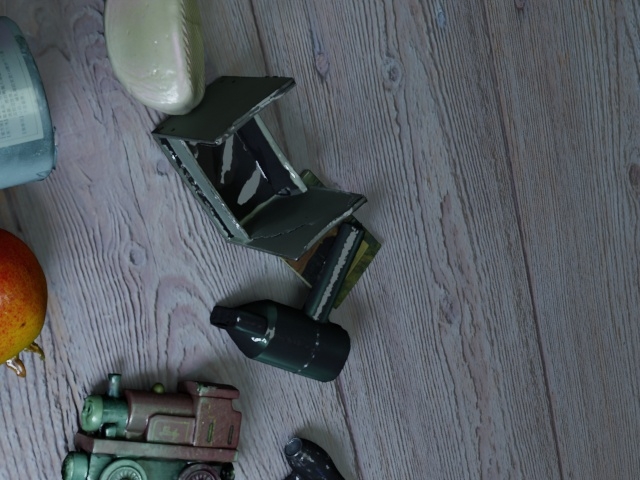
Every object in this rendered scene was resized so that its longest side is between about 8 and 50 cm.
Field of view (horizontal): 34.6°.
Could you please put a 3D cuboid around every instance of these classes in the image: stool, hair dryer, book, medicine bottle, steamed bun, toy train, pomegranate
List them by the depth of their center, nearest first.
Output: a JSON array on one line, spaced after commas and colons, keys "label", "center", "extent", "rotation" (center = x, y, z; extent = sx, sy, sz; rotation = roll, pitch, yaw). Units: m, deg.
[{"label": "medicine bottle", "center": [-0.548, -0.166, 1.427], "extent": [0.290, 0.245, 0.245], "rotation": [-19, 107, -27]}, {"label": "pomegranate", "center": [-0.503, 0.101, 1.519], "extent": [0.221, 0.221, 0.257], "rotation": [-41, 123, -19]}, {"label": "steamed bun", "center": [-0.268, -0.317, 1.622], "extent": [0.152, 0.170, 0.239], "rotation": [-2, 95, 7]}, {"label": "stool", "center": [-0.105, -0.123, 1.680], "extent": [0.170, 0.270, 0.243], "rotation": [-42, 116, -18]}, {"label": "toy train", "center": [-0.281, 0.342, 1.735], "extent": [0.304, 0.150, 0.221], "rotation": [10, 82, -30]}, {"label": "hair dryer", "center": [-0.035, 0.083, 1.835], "extent": [0.244, 0.116, 0.302], "rotation": [24, 90, -32]}, {"label": "book", "center": [0.000, 0.000, 1.908], "extent": [0.228, 0.024, 0.160], "rotation": [45, 73, -28]}, {"label": "hair dryer", "center": [-0.054, 0.490, 1.944], "extent": [0.219, 0.075, 0.195], "rotation": [-44, 127, -6]}]
